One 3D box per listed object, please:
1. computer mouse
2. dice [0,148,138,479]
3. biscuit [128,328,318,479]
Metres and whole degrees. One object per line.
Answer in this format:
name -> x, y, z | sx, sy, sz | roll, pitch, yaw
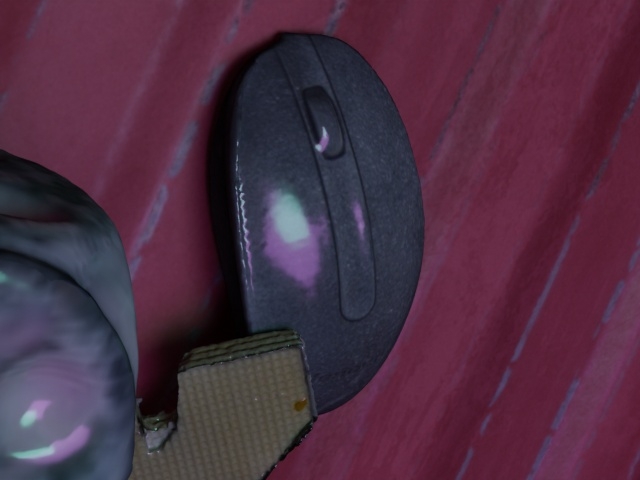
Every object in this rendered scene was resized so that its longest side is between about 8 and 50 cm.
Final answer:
computer mouse -> 0.003, 0.000, 1.325 | 0.203, 0.114, 0.374 | -18, 117, -26
dice -> -0.336, 0.097, 0.992 | 0.328, 0.348, 0.330 | 8, 103, -34
biscuit -> -0.125, 0.163, 1.289 | 0.250, 0.046, 0.147 | -12, 120, 0
